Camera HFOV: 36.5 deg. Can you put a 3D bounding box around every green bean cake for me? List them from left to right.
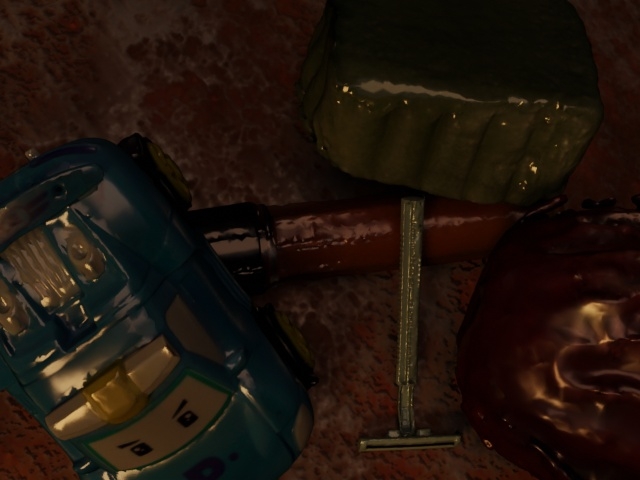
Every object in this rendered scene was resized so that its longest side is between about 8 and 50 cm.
[{"bbox_3d":[0.099,-0.140,0.793,0.227,0.125,0.223,13,45,-7],"label":"green bean cake"}]

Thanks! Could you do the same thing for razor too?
[{"bbox_3d":[0.072,0.068,0.781,0.084,0.036,0.211,-1,99,-7],"label":"razor"}]

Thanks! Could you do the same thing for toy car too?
[{"bbox_3d":[-0.128,0.082,0.675,0.198,0.166,0.314,-33,106,3],"label":"toy car"}]

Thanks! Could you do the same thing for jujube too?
[{"bbox_3d":[0.291,0.102,0.735,0.376,0.258,0.259,14,74,3],"label":"jujube"}]

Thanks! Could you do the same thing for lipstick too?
[{"bbox_3d":[0.000,0.000,0.800,0.418,0.077,0.077,-7,76,-10],"label":"lipstick"}]
